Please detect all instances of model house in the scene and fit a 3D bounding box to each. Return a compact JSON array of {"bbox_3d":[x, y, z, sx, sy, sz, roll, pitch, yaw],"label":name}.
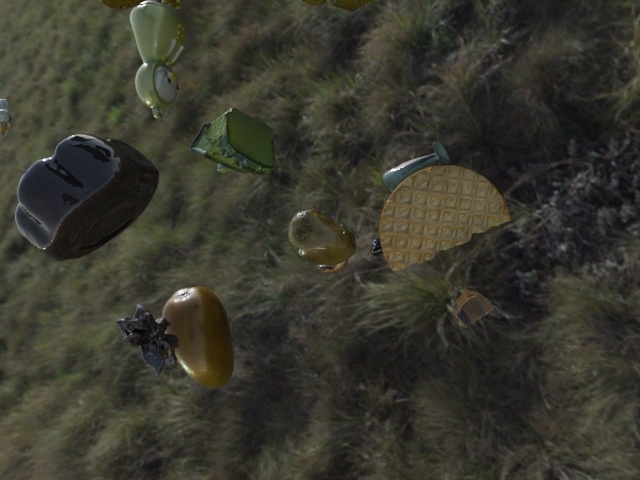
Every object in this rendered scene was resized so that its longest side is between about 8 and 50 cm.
[{"bbox_3d":[-0.278,-0.267,1.855,0.211,0.194,0.170,-23,63,35],"label":"model house"}]

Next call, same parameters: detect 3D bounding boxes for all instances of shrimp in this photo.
[{"bbox_3d":[0.011,0.049,1.720,0.162,0.095,0.045,-10,33,36],"label":"shrimp"}]

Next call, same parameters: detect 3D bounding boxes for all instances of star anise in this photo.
[{"bbox_3d":[-0.483,0.277,1.769,0.073,0.212,0.197,-40,11,20],"label":"star anise"}]

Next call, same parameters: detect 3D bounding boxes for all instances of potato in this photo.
[{"bbox_3d":[0.000,0.000,1.500,0.137,0.176,0.137,-62,-2,-4],"label":"potato"}]

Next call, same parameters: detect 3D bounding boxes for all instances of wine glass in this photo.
[{"bbox_3d":[0.234,-0.176,1.486,0.155,0.073,0.073,-35,46,31],"label":"wine glass"}]

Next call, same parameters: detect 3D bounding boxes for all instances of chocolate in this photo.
[{"bbox_3d":[0.197,-0.002,1.672,0.147,0.072,0.070,-43,43,18],"label":"chocolate"}]

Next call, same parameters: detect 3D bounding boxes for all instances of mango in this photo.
[{"bbox_3d":[-0.426,0.347,2.180,0.221,0.264,0.378,-23,87,8],"label":"mango"}]

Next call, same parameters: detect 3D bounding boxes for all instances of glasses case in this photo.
[{"bbox_3d":[0.279,0.123,1.141,0.064,0.170,0.041,-36,83,7],"label":"glasses case"}]

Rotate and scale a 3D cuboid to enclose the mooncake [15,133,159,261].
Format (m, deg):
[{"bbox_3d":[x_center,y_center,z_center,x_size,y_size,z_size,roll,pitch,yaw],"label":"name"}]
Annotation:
[{"bbox_3d":[-0.408,-0.076,1.073,0.245,0.133,0.245,-49,-6,-7],"label":"mooncake"}]

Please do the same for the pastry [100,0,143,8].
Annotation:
[{"bbox_3d":[-0.326,-0.428,1.004,0.097,0.109,0.057,-35,71,20],"label":"pastry"}]

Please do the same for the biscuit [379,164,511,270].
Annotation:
[{"bbox_3d":[0.271,-0.070,1.430,0.309,0.040,0.204,-25,89,4],"label":"biscuit"}]

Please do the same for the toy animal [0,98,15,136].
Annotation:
[{"bbox_3d":[-0.779,-0.281,1.469,0.085,0.124,0.071,22,130,24],"label":"toy animal"}]

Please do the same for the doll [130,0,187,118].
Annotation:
[{"bbox_3d":[-0.344,-0.405,1.325,0.117,0.141,0.296,-10,79,10],"label":"doll"}]

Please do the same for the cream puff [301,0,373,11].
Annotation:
[{"bbox_3d":[0.031,-0.767,1.658,0.378,0.378,0.275,-12,50,45],"label":"cream puff"}]
